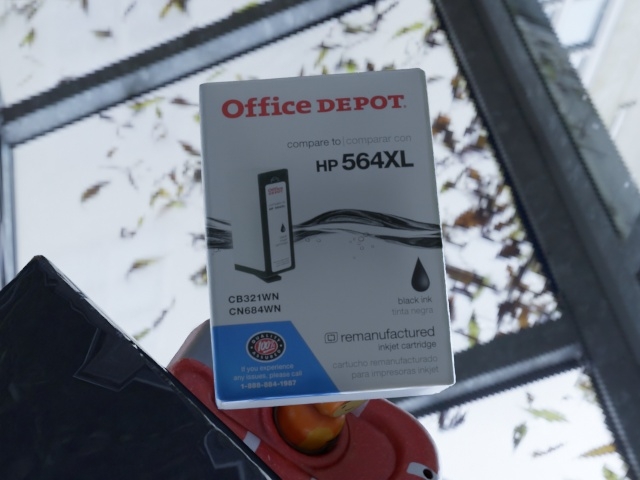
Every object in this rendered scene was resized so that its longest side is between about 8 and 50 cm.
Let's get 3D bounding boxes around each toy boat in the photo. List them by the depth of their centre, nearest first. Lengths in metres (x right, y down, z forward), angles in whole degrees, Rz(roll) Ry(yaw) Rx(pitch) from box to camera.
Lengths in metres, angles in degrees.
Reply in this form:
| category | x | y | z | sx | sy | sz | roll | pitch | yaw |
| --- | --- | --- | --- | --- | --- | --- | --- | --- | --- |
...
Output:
| category | x | y | z | sx | sy | sz | roll | pitch | yaw |
| --- | --- | --- | --- | --- | --- | --- | --- | --- | --- |
| toy boat | -0.002 | 0.133 | 0.944 | 0.231 | 0.151 | 0.151 | 36 | -138 | -4 |

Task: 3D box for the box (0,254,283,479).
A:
| category | x | y | z | sx | sy | sz | roll | pitch | yaw |
| --- | --- | --- | --- | --- | --- | --- | --- | --- | --- |
| box | -0.103 | 0.235 | 0.519 | 0.312 | 0.343 | 0.179 | -45 | -123 | -9 |

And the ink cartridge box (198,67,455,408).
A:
| category | x | y | z | sx | sy | sz | roll | pitch | yaw |
| --- | --- | --- | --- | --- | --- | --- | --- | --- | --- |
| ink cartridge box | 0.000 | 0.000 | 0.782 | 0.148 | 0.086 | 0.203 | -4 | -101 | -3 |
